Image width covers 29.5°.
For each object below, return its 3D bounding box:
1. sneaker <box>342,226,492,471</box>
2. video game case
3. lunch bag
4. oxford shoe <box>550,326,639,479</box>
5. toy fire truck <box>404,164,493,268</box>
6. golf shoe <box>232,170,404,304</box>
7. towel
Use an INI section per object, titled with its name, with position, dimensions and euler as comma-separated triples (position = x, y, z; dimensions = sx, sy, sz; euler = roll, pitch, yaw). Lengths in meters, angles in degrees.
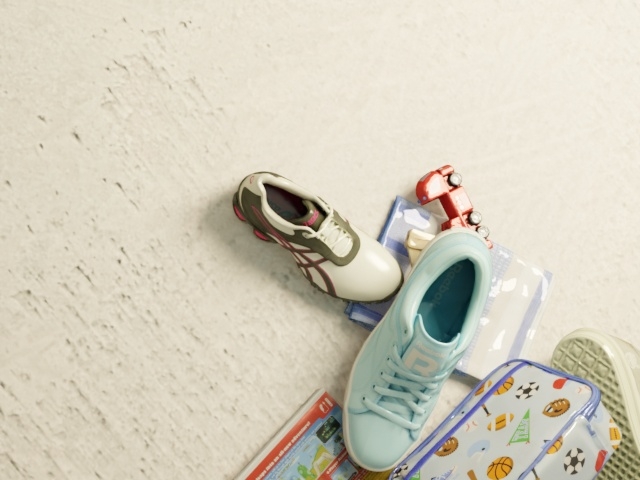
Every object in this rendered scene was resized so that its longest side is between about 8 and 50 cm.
[sneaker]
position = 0.124, 0.153, 1.642
dimensions = 0.135, 0.150, 0.365
euler = 21, 96, 2
[video game case]
position = 0.029, 0.378, 1.700
dimensions = 0.285, 0.025, 0.204
euler = 49, 63, -7
[lunch bag]
position = 0.239, 0.300, 1.657
dimensions = 0.303, 0.243, 0.115
euler = -41, 117, -17
[oxford shoe]
position = 0.450, 0.341, 1.782
dimensions = 0.130, 0.169, 0.449
euler = -12, 90, -52
[toy fire truck]
position = 0.172, 0.000, 1.753
dimensions = 0.135, 0.047, 0.192
euler = -26, 88, -15
[golf shoe]
position = 0.000, 0.000, 1.687
dimensions = 0.273, 0.120, 0.105
euler = 32, 77, -5
[towel]
position = 0.197, 0.084, 1.788
dimensions = 0.285, 0.034, 0.209
euler = 27, 78, -11
